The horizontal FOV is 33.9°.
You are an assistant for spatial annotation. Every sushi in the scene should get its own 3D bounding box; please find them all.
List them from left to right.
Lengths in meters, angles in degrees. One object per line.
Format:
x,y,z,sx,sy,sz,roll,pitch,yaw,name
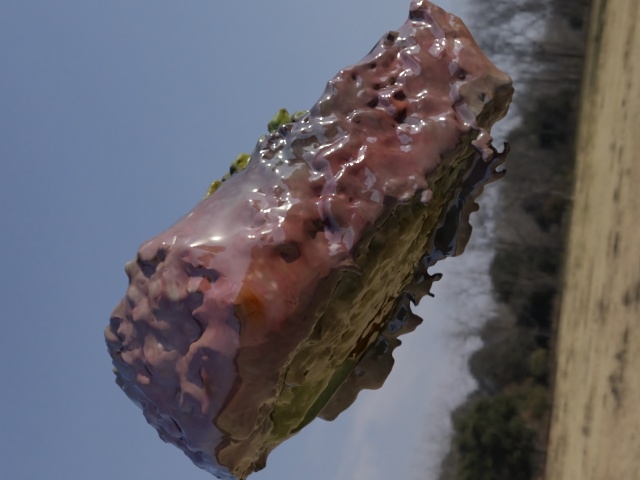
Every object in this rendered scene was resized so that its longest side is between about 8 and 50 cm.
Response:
-0.011,0.006,0.502,0.161,0.107,0.241,-24,-33,-55,sushi
